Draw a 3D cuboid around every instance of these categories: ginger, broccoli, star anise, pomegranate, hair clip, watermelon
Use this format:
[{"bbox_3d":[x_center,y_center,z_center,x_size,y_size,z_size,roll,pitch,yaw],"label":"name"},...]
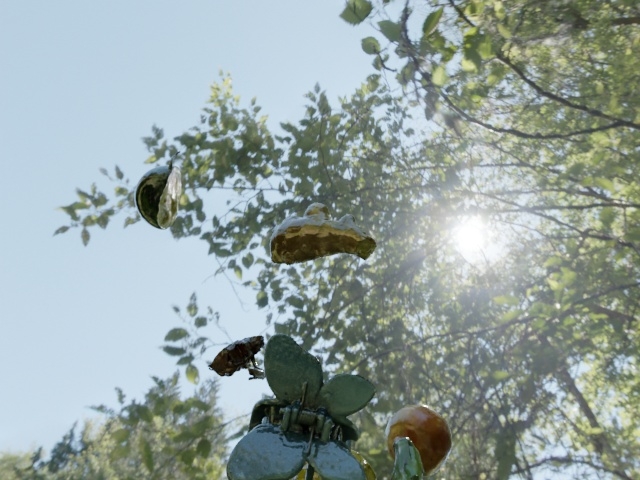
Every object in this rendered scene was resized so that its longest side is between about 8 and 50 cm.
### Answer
[{"bbox_3d":[0.007,-0.014,1.467,0.376,0.236,0.166,1,-57,14],"label":"ginger"},{"bbox_3d":[0.172,0.560,0.929,0.177,0.275,0.198,36,-90,-7],"label":"broccoli"},{"bbox_3d":[-0.294,0.450,1.684,0.237,0.346,0.148,-27,-80,-23],"label":"star anise"},{"bbox_3d":[0.372,0.775,1.730,0.264,0.264,0.264,1,-65,3],"label":"pomegranate"},{"bbox_3d":[-0.043,0.492,1.151,0.318,0.392,0.238,14,-47,-1],"label":"hair clip"},{"bbox_3d":[-0.522,-0.149,1.425,0.127,0.204,0.232,12,-50,0],"label":"watermelon"}]

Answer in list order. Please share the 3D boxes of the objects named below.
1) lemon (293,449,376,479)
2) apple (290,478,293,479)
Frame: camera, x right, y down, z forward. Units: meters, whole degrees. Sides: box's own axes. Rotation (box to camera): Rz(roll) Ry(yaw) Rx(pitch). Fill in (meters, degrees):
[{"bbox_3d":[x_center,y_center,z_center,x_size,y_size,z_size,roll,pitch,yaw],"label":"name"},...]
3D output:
[{"bbox_3d":[0.044,0.802,1.457,0.284,0.260,0.260,31,-66,5],"label":"lemon"},{"bbox_3d":[-0.141,1.014,1.642,0.347,0.391,0.391,-9,-66,-1],"label":"apple"}]
